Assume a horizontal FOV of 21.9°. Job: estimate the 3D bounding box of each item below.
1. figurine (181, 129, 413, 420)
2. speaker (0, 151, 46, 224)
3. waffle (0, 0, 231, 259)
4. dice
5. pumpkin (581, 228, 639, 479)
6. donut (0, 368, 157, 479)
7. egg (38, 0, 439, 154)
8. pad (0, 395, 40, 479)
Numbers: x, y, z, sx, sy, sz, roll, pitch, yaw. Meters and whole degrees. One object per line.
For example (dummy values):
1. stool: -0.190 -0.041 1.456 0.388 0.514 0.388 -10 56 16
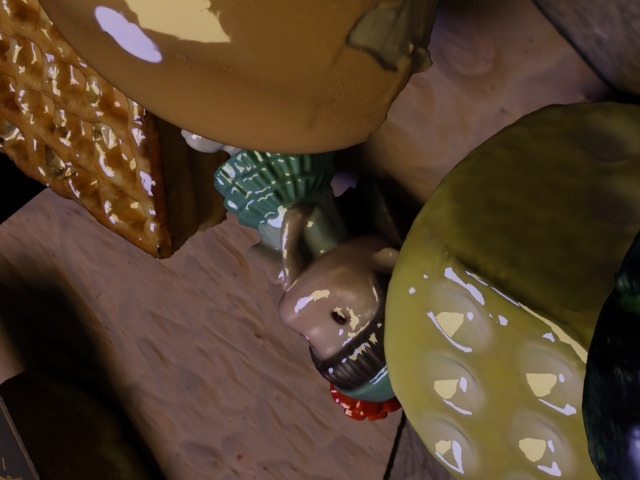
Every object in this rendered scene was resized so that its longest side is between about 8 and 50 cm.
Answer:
1. figurine: 0.000 0.000 1.099 0.245 0.110 0.138 55 159 4
2. speaker: -0.381 -0.097 1.385 0.254 0.184 0.232 1 122 38
3. waffle: -0.165 -0.153 1.182 0.213 0.091 0.308 32 141 33
4. dice: 0.145 0.041 0.873 0.166 0.169 0.169 32 142 32
5. pumpkin: 0.255 0.075 0.637 0.315 0.238 0.315 2 95 18
6. donut: -0.281 0.241 1.685 0.208 0.128 0.261 57 147 -3
7. egg: -0.048 -0.155 0.897 0.244 0.201 0.201 16 141 4
8. pad: -0.366 0.250 1.628 0.315 0.063 0.375 0 116 52
